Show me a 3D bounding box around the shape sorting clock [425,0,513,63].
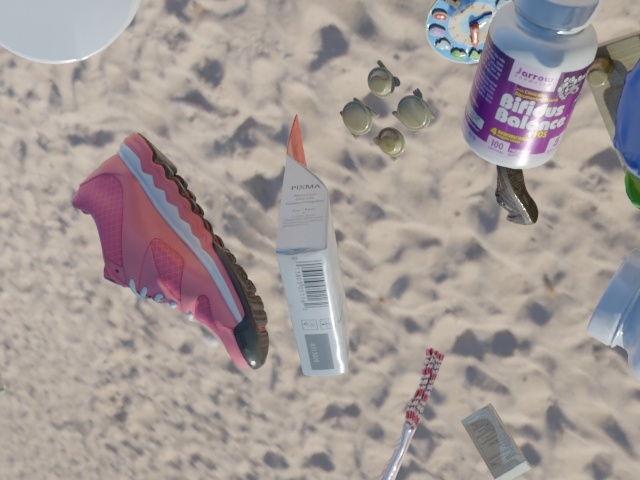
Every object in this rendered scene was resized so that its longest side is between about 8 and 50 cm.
[{"bbox_3d":[0.327,-0.461,1.902,0.206,0.040,0.206,-3,140,-3],"label":"shape sorting clock"}]

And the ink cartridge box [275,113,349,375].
[{"bbox_3d":[0.000,0.000,1.609,0.091,0.385,0.308,-3,132,9],"label":"ink cartridge box"}]

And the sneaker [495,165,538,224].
[{"bbox_3d":[0.386,-0.100,1.839,0.071,0.066,0.188,-2,133,38],"label":"sneaker"}]

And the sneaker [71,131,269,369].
[{"bbox_3d":[-0.174,0.032,1.033,0.314,0.136,0.116,56,-179,14],"label":"sneaker"}]

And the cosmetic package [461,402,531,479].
[{"bbox_3d":[0.279,0.325,1.422,0.041,0.060,0.115,50,-170,-51],"label":"cosmetic package"}]

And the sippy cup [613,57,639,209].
[{"bbox_3d":[0.473,-0.134,1.020,0.224,0.240,0.305,9,116,-15],"label":"sippy cup"}]

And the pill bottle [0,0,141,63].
[{"bbox_3d":[-0.233,-0.241,0.769,0.153,0.153,0.264,60,178,-28],"label":"pill bottle"}]

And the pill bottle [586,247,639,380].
[{"bbox_3d":[0.546,0.149,1.208,0.334,0.188,0.188,31,149,23],"label":"pill bottle"}]

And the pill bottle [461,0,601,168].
[{"bbox_3d":[0.336,-0.274,1.414,0.169,0.169,0.301,30,140,20],"label":"pill bottle"}]

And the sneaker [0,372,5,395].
[{"bbox_3d":[-0.424,0.202,0.881,0.330,0.122,0.146,-48,68,25],"label":"sneaker"}]

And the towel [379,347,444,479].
[{"bbox_3d":[0.130,0.263,1.310,0.029,0.197,0.144,22,122,10],"label":"towel"}]

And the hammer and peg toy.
[{"bbox_3d":[0.636,-0.244,1.457,0.361,0.127,0.266,-12,116,37],"label":"hammer and peg toy"}]

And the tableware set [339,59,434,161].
[{"bbox_3d":[0.115,-0.222,1.567,0.141,0.020,0.168,45,133,6],"label":"tableware set"}]
